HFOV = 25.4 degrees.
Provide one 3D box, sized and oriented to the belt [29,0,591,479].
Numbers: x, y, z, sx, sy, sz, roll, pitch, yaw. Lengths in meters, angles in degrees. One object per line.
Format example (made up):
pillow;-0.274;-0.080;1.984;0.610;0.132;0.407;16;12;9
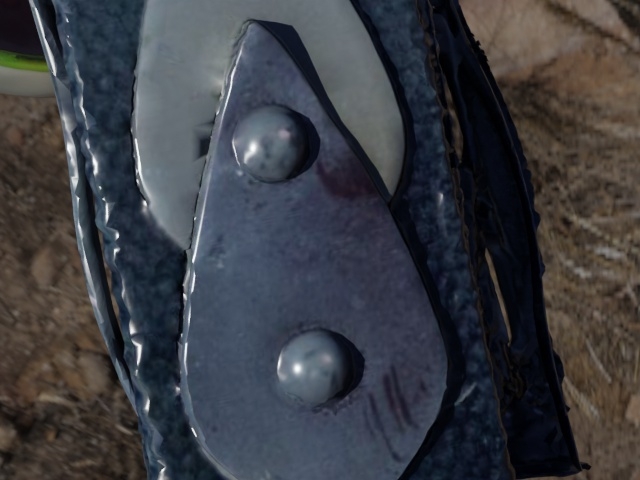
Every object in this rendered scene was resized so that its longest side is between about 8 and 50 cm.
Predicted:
belt;-0.001;0.000;0.391;0.128;0.122;0.218;-12;94;-6

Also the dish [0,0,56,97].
dish;-0.226;-0.222;1.069;0.324;0.124;0.324;10;56;-16
